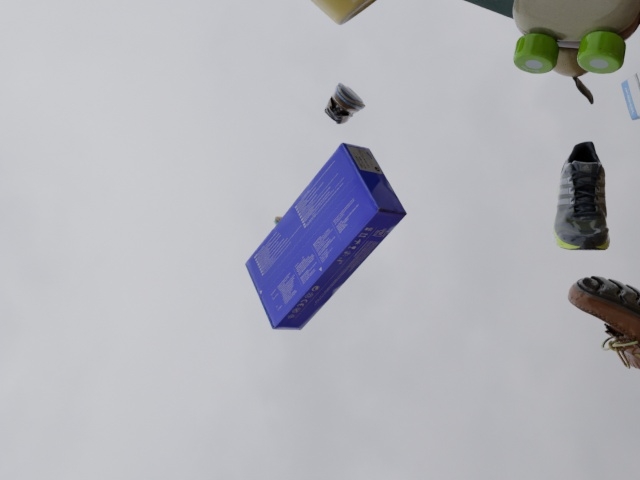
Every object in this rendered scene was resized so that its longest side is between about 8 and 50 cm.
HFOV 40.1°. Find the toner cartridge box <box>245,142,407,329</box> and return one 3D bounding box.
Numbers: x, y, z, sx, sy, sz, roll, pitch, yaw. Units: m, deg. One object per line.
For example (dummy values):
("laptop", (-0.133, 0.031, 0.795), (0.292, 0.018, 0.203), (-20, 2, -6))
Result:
("toner cartridge box", (0.000, 0.000, 1.623), (0.075, 0.348, 0.165), (7, -134, -41))

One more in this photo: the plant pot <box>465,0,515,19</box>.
("plant pot", (0.364, -0.648, 1.801), (0.247, 0.252, 0.247), (12, -135, -25))

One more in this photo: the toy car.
("toy car", (0.328, -0.250, 1.080), (0.188, 0.148, 0.155), (38, -118, -57))

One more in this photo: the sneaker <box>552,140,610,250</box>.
("sneaker", (0.507, -0.086, 1.711), (0.300, 0.111, 0.121), (-76, -17, -53))

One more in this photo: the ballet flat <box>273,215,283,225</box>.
("ballet flat", (-0.022, 0.021, 2.119), (0.073, 0.080, 0.232), (-37, -79, -8))

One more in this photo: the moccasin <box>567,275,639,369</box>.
("moccasin", (0.627, 0.195, 1.689), (0.380, 0.139, 0.147), (28, -67, -18))

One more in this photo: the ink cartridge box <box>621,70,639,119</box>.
("ink cartridge box", (0.682, -0.300, 1.671), (0.203, 0.148, 0.086), (-1, -104, -87))

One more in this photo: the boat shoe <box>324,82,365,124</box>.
("boat shoe", (0.045, -0.258, 1.699), (0.066, 0.066, 0.183), (-47, -2, 10))

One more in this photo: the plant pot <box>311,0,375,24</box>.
("plant pot", (0.025, -0.505, 1.468), (0.239, 0.254, 0.254), (52, -132, -7))
